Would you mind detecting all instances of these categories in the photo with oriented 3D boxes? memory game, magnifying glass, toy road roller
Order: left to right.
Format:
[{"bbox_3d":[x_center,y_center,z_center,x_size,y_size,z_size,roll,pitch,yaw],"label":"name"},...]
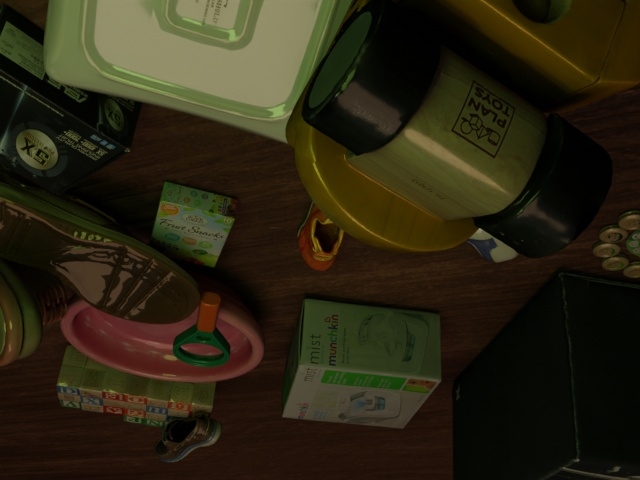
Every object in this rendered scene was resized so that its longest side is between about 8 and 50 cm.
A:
[{"bbox_3d":[-0.177,0.140,1.176,0.092,0.026,0.231,10,149,-7],"label":"magnifying glass"},{"bbox_3d":[0.097,-0.149,0.599,0.202,0.329,0.240,29,166,-18],"label":"toy road roller"},{"bbox_3d":[0.464,0.004,1.036,0.186,0.012,0.186,4,147,2],"label":"memory game"}]

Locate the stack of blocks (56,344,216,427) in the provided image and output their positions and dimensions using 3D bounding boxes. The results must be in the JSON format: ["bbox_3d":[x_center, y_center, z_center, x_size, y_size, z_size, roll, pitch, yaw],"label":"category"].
[{"bbox_3d":[-0.364,0.302,1.548,0.297,0.087,0.171,10,148,-8],"label":"stack of blocks"}]

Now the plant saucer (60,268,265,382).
[{"bbox_3d":[-0.255,0.137,1.277,0.332,0.084,0.332,3,147,2],"label":"plant saucer"}]

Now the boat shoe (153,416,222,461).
[{"bbox_3d":[-0.280,0.389,1.540,0.183,0.066,0.066,-31,129,30],"label":"boat shoe"}]

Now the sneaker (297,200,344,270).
[{"bbox_3d":[0.000,0.000,1.041,0.064,0.067,0.175,4,149,-2],"label":"sneaker"}]

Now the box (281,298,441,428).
[{"bbox_3d":[0.062,0.216,1.324,0.231,0.126,0.262,7,149,-7],"label":"box"}]

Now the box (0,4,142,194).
[{"bbox_3d":[-0.315,-0.145,0.844,0.147,0.077,0.180,-21,140,36],"label":"box"}]

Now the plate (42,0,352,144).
[{"bbox_3d":[-0.092,-0.213,0.652,0.278,0.045,0.277,14,128,-10],"label":"plate"}]

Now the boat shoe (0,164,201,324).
[{"bbox_3d":[-0.312,-0.003,1.035,0.342,0.123,0.123,27,121,-23],"label":"boat shoe"}]

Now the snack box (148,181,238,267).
[{"bbox_3d":[-0.179,-0.019,1.062,0.100,0.037,0.141,13,147,-14],"label":"snack box"}]

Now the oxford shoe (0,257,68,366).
[{"bbox_3d":[-0.419,0.077,1.072,0.146,0.140,0.397,2,-171,-30],"label":"oxford shoe"}]

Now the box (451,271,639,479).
[{"bbox_3d":[0.515,0.314,1.264,0.472,0.297,0.480,11,148,-6],"label":"box"}]

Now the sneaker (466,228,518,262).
[{"bbox_3d":[0.088,-0.098,0.839,0.182,0.127,0.315,-14,137,33],"label":"sneaker"}]
